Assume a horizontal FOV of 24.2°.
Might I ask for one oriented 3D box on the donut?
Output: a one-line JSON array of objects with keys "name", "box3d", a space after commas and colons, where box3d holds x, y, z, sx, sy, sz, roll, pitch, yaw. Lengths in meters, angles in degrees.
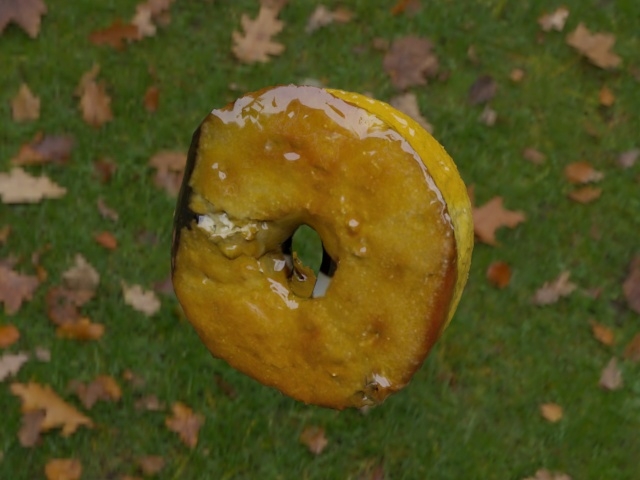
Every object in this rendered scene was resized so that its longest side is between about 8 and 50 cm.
[{"name": "donut", "box3d": [0.000, 0.002, 1.110, 0.253, 0.253, 0.118, 32, 36, 14]}]
